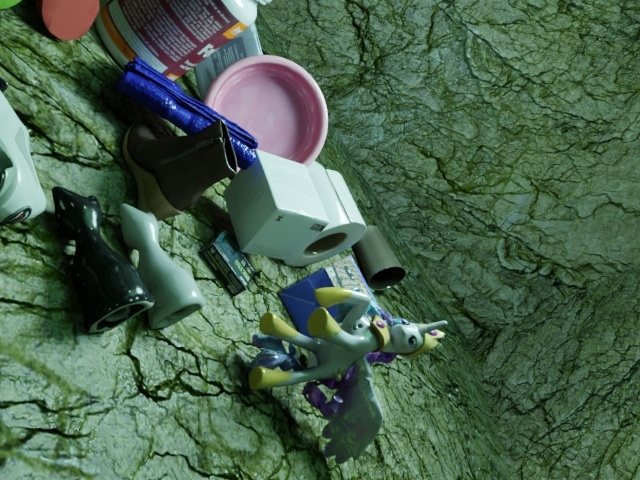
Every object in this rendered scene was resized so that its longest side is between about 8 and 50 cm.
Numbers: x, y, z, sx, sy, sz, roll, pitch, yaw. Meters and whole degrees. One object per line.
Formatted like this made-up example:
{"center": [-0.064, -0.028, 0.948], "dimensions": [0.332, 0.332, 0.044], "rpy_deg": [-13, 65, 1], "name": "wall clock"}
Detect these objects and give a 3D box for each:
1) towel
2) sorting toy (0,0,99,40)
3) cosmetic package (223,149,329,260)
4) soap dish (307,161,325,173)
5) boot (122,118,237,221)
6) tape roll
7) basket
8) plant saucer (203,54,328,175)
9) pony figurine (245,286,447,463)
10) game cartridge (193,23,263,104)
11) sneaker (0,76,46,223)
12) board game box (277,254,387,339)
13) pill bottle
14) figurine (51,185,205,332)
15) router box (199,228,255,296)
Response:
{"center": [-0.276, -0.278, 1.147], "dimensions": [0.308, 0.076, 0.227], "rpy_deg": [33, 10, -26], "name": "towel"}
{"center": [-0.545, -0.457, 0.886], "dimensions": [0.126, 0.127, 0.365], "rpy_deg": [34, 11, 18], "name": "sorting toy"}
{"center": [-0.103, -0.076, 1.216], "dimensions": [0.151, 0.151, 0.183], "rpy_deg": [13, 43, -40], "name": "cosmetic package"}
{"center": [-0.038, -0.165, 1.833], "dimensions": [0.229, 0.118, 0.291], "rpy_deg": [64, 16, 13], "name": "soap dish"}
{"center": [-0.257, -0.164, 0.996], "dimensions": [0.090, 0.207, 0.248], "rpy_deg": [37, 28, -55], "name": "boot"}
{"center": [-0.017, -0.057, 1.479], "dimensions": [0.169, 0.246, 0.246], "rpy_deg": [65, 17, 19], "name": "tape roll"}
{"center": [0.225, 0.063, 2.195], "dimensions": [0.204, 0.154, 0.227], "rpy_deg": [31, 29, -56], "name": "basket"}
{"center": [-0.149, -0.320, 1.440], "dimensions": [0.332, 0.332, 0.084], "rpy_deg": [54, -5, -20], "name": "plant saucer"}
{"center": [0.037, 0.235, 1.065], "dimensions": [0.363, 0.351, 0.302], "rpy_deg": [19, 37, -39], "name": "pony figurine"}
{"center": [-0.244, -0.446, 1.490], "dimensions": [0.060, 0.196, 0.294], "rpy_deg": [-89, 166, -75], "name": "game cartridge"}
{"center": [-0.438, -0.158, 0.643], "dimensions": [0.330, 0.122, 0.146], "rpy_deg": [61, -2, 8], "name": "sneaker"}
{"center": [0.044, 0.183, 1.432], "dimensions": [0.232, 0.141, 0.291], "rpy_deg": [61, 16, 3], "name": "board game box"}
{"center": [-0.288, -0.538, 1.217], "dimensions": [0.224, 0.392, 0.224], "rpy_deg": [53, 18, -25], "name": "pill bottle"}
{"center": [-0.288, 0.023, 0.810], "dimensions": [0.209, 0.092, 0.215], "rpy_deg": [61, 14, 17], "name": "figurine"}
{"center": [-0.193, 0.045, 1.134], "dimensions": [0.122, 0.038, 0.092], "rpy_deg": [56, 17, -15], "name": "router box"}
